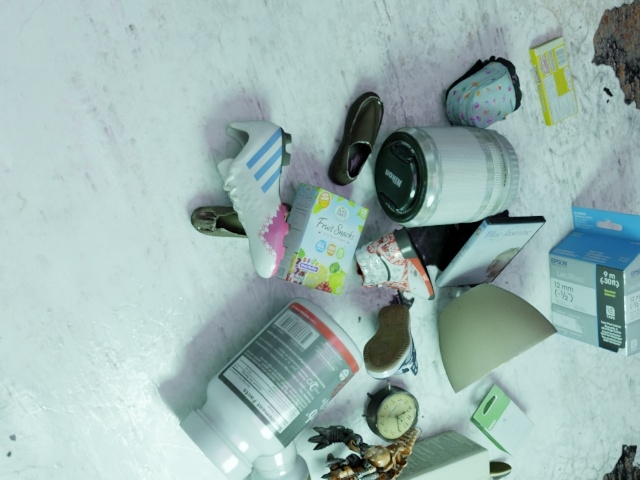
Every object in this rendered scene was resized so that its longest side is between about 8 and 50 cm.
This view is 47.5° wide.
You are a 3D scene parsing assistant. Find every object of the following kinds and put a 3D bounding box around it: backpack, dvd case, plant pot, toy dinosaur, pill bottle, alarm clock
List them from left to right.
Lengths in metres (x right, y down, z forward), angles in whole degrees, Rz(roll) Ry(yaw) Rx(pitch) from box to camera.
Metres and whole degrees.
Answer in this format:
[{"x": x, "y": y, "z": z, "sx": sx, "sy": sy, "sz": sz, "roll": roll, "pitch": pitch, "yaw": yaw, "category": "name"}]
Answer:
[{"x": -0.102, "y": 0.309, "z": 1.509, "sx": 0.363, "sy": 0.210, "sz": 0.210, "roll": -44, "pitch": 116, "yaw": -15, "category": "pill bottle"}, {"x": -0.083, "y": 0.541, "z": 1.605, "sx": 0.131, "sy": 0.131, "sz": 0.229, "roll": -22, "pitch": 109, "yaw": -24, "category": "pill bottle"}, {"x": 0.097, "y": 0.507, "z": 1.604, "sx": 0.322, "sy": 0.218, "sz": 0.164, "roll": 5, "pitch": 88, "yaw": -40, "category": "toy dinosaur"}, {"x": 0.185, "y": 0.432, "z": 1.774, "sx": 0.192, "sy": 0.064, "sz": 0.129, "roll": 46, "pitch": 76, "yaw": -24, "category": "alarm clock"}, {"x": 0.385, "y": -0.339, "z": 1.722, "sx": 0.182, "sy": 0.115, "sz": 0.152, "roll": -30, "pitch": 114, "yaw": -19, "category": "backpack"}, {"x": 0.397, "y": 0.216, "z": 1.763, "sx": 0.284, "sy": 0.284, "sz": 0.191, "roll": -24, "pitch": 74, "yaw": -23, "category": "plant pot"}, {"x": 0.408, "y": 0.029, "z": 1.758, "sx": 0.180, "sy": 0.022, "sz": 0.253, "roll": -3, "pitch": 143, "yaw": -29, "category": "dvd case"}]

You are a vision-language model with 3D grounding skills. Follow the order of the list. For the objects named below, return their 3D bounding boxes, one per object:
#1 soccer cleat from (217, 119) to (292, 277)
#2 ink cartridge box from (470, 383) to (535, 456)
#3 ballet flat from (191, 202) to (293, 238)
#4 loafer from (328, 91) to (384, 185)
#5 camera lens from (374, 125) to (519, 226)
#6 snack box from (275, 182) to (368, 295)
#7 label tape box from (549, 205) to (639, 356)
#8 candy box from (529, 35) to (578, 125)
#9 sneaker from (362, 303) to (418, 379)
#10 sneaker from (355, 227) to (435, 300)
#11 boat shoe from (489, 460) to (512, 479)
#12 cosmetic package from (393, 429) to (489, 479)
[{"x": -0.139, "y": -0.087, "z": 1.442, "sx": 0.143, "sy": 0.116, "sz": 0.331, "roll": 7, "pitch": 68, "yaw": -19, "category": "soccer cleat"}, {"x": 0.472, "y": 0.472, "z": 1.941, "sx": 0.209, "sy": 0.062, "sz": 0.109, "roll": 45, "pitch": 76, "yaw": -27, "category": "ink cartridge box"}, {"x": -0.144, "y": -0.039, "z": 1.511, "sx": 0.250, "sy": 0.058, "sz": 0.084, "roll": 2, "pitch": 99, "yaw": -29, "category": "ballet flat"}, {"x": 0.094, "y": -0.220, "z": 1.600, "sx": 0.080, "sy": 0.078, "sz": 0.220, "roll": 20, "pitch": 89, "yaw": -30, "category": "loafer"}, {"x": 0.276, "y": -0.145, "z": 1.633, "sx": 0.274, "sy": 0.219, "sz": 0.219, "roll": -5, "pitch": 101, "yaw": -28, "category": "camera lens"}, {"x": 0.000, "y": 0.000, "z": 1.568, "sx": 0.174, "sy": 0.070, "sz": 0.207, "roll": 18, "pitch": 89, "yaw": -48, "category": "snack box"}, {"x": 0.728, "y": 0.100, "z": 1.910, "sx": 0.115, "sy": 0.249, "sz": 0.348, "roll": -17, "pitch": 107, "yaw": -26, "category": "label tape box"}, {"x": 0.604, "y": -0.410, "z": 1.881, "sx": 0.105, "sy": 0.027, "sz": 0.206, "roll": -26, "pitch": 110, "yaw": -20, "category": "candy box"}, {"x": 0.163, "y": 0.272, "z": 1.643, "sx": 0.099, "sy": 0.282, "sz": 0.153, "roll": -2, "pitch": 111, "yaw": 15, "category": "sneaker"}, {"x": 0.170, "y": 0.075, "z": 1.694, "sx": 0.145, "sy": 0.090, "sz": 0.270, "roll": -21, "pitch": 144, "yaw": 11, "category": "sneaker"}, {"x": 0.447, "y": 0.638, "z": 1.965, "sx": 0.152, "sy": 0.056, "sz": 0.049, "roll": -8, "pitch": 108, "yaw": -18, "category": "boat shoe"}, {"x": 0.256, "y": 0.586, "z": 1.791, "sx": 0.296, "sy": 0.153, "sz": 0.129, "roll": -9, "pitch": 102, "yaw": -26, "category": "cosmetic package"}]
